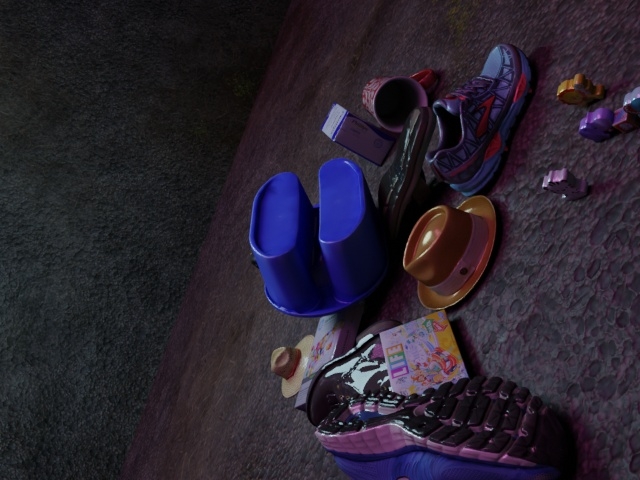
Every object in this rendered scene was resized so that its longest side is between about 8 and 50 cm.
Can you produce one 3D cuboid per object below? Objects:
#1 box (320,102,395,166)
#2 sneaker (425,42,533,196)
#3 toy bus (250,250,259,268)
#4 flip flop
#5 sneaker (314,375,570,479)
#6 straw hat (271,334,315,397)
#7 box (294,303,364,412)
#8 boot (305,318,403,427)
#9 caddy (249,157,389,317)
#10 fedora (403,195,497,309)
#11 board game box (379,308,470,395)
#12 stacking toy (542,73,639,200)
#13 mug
[{"bbox_3d":[0.080,-0.234,1.622,0.072,0.126,0.137,-60,19,11],"label":"box"},{"bbox_3d":[0.244,-0.208,1.159,0.104,0.125,0.262,-12,56,66],"label":"sneaker"},{"bbox_3d":[-0.024,0.014,1.608,0.211,0.149,0.220,-51,20,-9],"label":"toy bus"},{"bbox_3d":[0.164,-0.109,1.300,0.112,0.080,0.277,-102,22,-50],"label":"flip flop"},{"bbox_3d":[0.149,0.256,0.876,0.330,0.147,0.130,-14,17,47],"label":"sneaker"},{"bbox_3d":[-0.071,0.252,1.527,0.144,0.061,0.144,-53,22,32],"label":"straw hat"},{"bbox_3d":[0.016,0.215,1.352,0.145,0.038,0.186,-43,26,61],"label":"box"},{"bbox_3d":[0.065,0.260,1.113,0.263,0.091,0.229,-54,21,25],"label":"boot"},{"bbox_3d":[0.000,0.000,1.397,0.241,0.179,0.341,-14,36,11],"label":"caddy"},{"bbox_3d":[0.185,0.009,1.122,0.194,0.079,0.194,-53,22,33],"label":"fedora"},{"bbox_3d":[0.144,0.167,1.026,0.103,0.026,0.154,-22,29,8],"label":"board game box"},{"bbox_3d":[0.365,-0.156,0.890,0.221,0.052,0.167,-28,42,59],"label":"stacking toy"},{"bbox_3d":[0.166,-0.297,1.554,0.169,0.150,0.113,-120,21,-72],"label":"mug"}]
